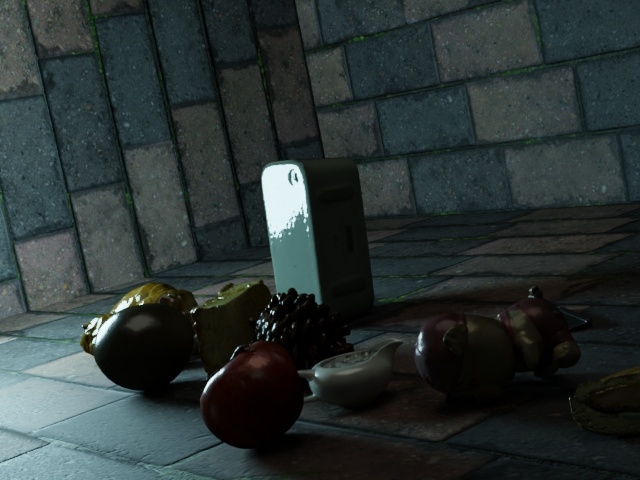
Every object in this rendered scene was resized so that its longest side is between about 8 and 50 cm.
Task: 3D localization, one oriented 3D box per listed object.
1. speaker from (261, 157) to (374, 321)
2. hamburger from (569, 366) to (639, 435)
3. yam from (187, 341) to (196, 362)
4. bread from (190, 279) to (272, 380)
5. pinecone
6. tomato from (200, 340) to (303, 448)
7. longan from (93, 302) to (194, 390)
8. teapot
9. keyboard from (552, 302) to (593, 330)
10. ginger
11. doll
[{"bbox_3d":[0.000,0.000,2.575,0.184,0.406,0.183,-12,7,-41],"label":"speaker"},{"bbox_3d":[0.436,0.220,1.472,0.176,0.087,0.102,-17,-7,14],"label":"hamburger"},{"bbox_3d":[-0.348,0.257,2.423,0.146,0.069,0.070,-9,7,12],"label":"yam"},{"bbox_3d":[-0.170,0.191,2.214,0.114,0.184,0.275,-15,6,14],"label":"bread"},{"bbox_3d":[-0.037,0.193,2.026,0.169,0.185,0.212,2,13,-44],"label":"pinecone"},{"bbox_3d":[-0.100,0.249,1.723,0.187,0.151,0.187,-48,-11,-12],"label":"tomato"},{"bbox_3d":[-0.370,0.225,2.245,0.212,0.198,0.198,-10,7,-14],"label":"longan"},{"bbox_3d":[0.044,0.240,1.849,0.226,0.092,0.145,-14,5,-14],"label":"teapot"},{"bbox_3d":[0.482,0.157,2.142,0.060,0.018,0.195,-19,8,-7],"label":"keyboard"},{"bbox_3d":[-0.444,0.215,2.620,0.274,0.152,0.357,-35,14,-19],"label":"ginger"},{"bbox_3d":[0.276,0.182,1.723,0.256,0.196,0.152,-8,44,-9],"label":"doll"}]
